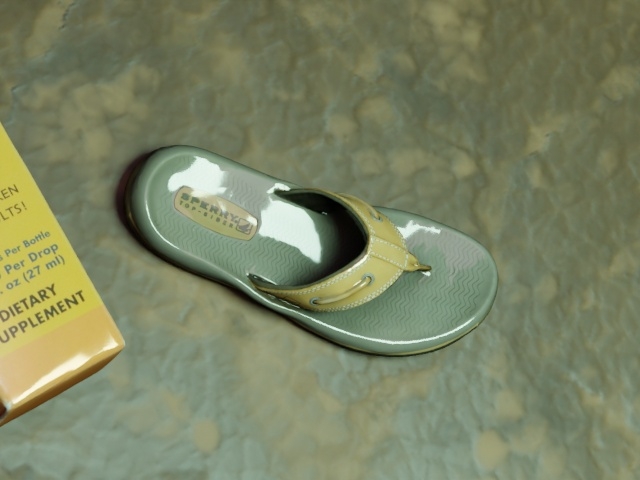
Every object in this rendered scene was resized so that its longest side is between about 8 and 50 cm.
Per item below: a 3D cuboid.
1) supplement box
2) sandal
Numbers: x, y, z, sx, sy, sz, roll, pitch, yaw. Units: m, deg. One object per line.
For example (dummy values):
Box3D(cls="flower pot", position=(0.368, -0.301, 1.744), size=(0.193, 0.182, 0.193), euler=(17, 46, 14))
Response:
Box3D(cls="supplement box", position=(-0.196, -0.021, 1.000), size=(0.078, 0.080, 0.233), euler=(-29, 85, -26))
Box3D(cls="sandal", position=(0.000, 0.000, 1.072), size=(0.219, 0.060, 0.090), euler=(24, 69, -12))
